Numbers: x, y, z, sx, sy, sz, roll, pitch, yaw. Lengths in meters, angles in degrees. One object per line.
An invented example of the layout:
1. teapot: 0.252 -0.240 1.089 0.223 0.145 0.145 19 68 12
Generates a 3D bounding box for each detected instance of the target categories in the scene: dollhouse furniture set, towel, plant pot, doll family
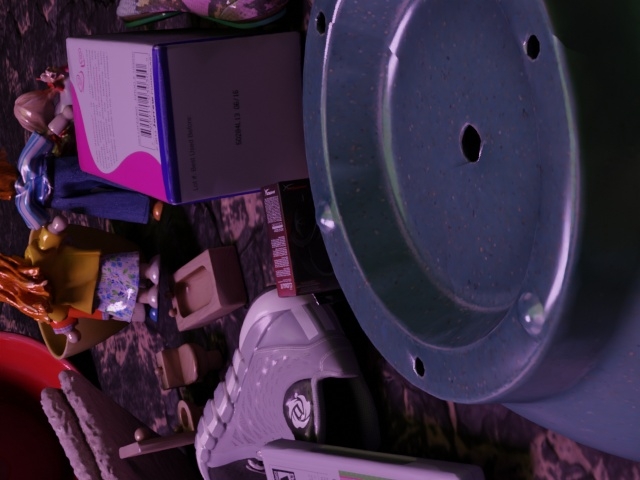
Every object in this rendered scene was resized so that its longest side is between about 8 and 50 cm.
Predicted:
1. dollhouse furniture set: -0.125 0.095 1.107 0.144 0.123 0.151 -30 71 63
2. towel: -0.134 0.237 1.140 0.187 0.049 0.282 45 -177 -42
3. plant pot: 0.115 -0.044 0.481 0.293 0.196 0.293 33 128 57
4. plant pot: -0.223 0.043 1.327 0.134 0.095 0.134 31 125 58
5. plant pot: -0.391 0.264 1.597 0.243 0.275 0.275 127 130 -70
6. doll family: -0.218 -0.021 1.163 0.118 0.163 0.263 -104 18 -73

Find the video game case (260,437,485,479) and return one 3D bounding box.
1. video game case: 0.049 0.232 0.838 0.193 0.023 0.212 -3 103 52

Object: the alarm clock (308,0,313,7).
1. alarm clock: 0.031 -0.204 0.753 0.129 0.064 0.192 17 116 62

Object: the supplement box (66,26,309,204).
1. supplement box: -0.106 -0.101 1.017 0.220 0.114 0.111 19 116 60

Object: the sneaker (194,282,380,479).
1. sneaker: -0.021 0.148 0.960 0.132 0.086 0.229 55 144 38

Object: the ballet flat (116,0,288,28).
1. ballet flat: -0.095 -0.199 0.996 0.221 0.077 0.079 15 126 58

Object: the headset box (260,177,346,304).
1. headset box: 0.000 0.000 0.888 0.032 0.062 0.083 -12 86 65
